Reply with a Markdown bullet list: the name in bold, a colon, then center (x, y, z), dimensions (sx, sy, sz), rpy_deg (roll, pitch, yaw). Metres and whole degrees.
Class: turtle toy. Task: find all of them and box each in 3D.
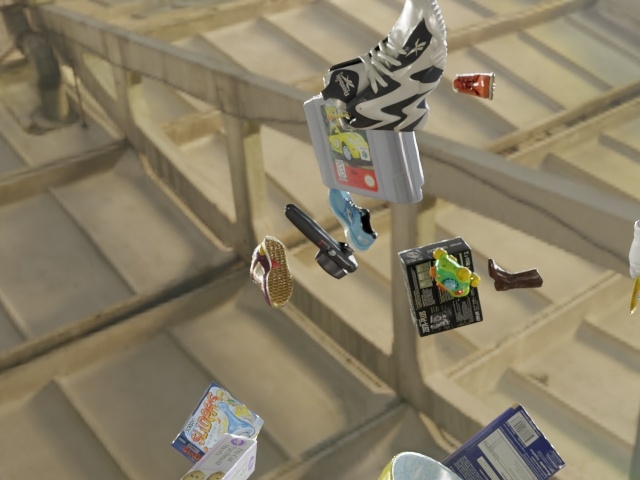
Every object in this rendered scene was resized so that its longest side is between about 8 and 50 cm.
- **turtle toy**: center (0.270, 0.075, 1.789), dimensions (0.095, 0.066, 0.130), rpy_deg (42, -173, 37)

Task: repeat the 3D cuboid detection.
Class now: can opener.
- **can opener**: center (0.000, 0.000, 1.678), dimensions (0.073, 0.186, 0.059), rpy_deg (-44, -159, 2)

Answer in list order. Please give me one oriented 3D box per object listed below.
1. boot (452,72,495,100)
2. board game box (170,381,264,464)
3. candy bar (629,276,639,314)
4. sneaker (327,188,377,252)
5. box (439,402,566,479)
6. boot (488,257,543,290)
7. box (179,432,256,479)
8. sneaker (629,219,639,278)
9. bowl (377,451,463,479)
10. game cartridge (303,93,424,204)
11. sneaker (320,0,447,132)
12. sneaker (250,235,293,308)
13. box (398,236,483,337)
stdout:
- **boot**: center (0.342, -0.345, 1.968), dimensions (0.084, 0.059, 0.158), rpy_deg (4, -172, -4)
- **board game box**: center (-0.197, 0.375, 1.720), dimensions (0.136, 0.035, 0.201), rpy_deg (38, -157, -4)
- **candy bar**: center (0.742, 0.100, 2.051), dimensions (0.018, 0.162, 0.040), rpy_deg (25, -143, 32)
- **sneaker**: center (0.076, -0.058, 1.882), dimensions (0.063, 0.162, 0.073), rpy_deg (-16, 164, -49)
- **box**: center (0.298, 0.406, 1.541), dimensions (0.225, 0.136, 0.036), rpy_deg (-37, -179, -5)
- **boot**: center (0.446, 0.073, 2.010), dimensions (0.114, 0.106, 0.037), rpy_deg (-7, -135, 28)
- **box**: center (-0.198, 0.417, 1.434), dimensions (0.067, 0.063, 0.324), rpy_deg (11, -162, 18)
- **sneaker**: center (0.724, 0.057, 1.634), dimensions (0.305, 0.152, 0.114), rpy_deg (21, -150, 25)
- **bowl**: center (0.164, 0.479, 1.319), dimensions (0.289, 0.156, 0.289), rpy_deg (38, -165, -13)
- **game cartridge**: center (0.070, -0.179, 1.603), dimensions (0.060, 0.196, 0.294), rpy_deg (-20, -160, -27)
- **sneaker**: center (0.077, -0.233, 1.202), dimensions (0.153, 0.235, 0.094), rpy_deg (-12, -119, -13)
- **sneaker**: center (-0.111, 0.083, 1.921), dimensions (0.069, 0.084, 0.186), rpy_deg (21, -138, -28)
- **box**: center (0.262, 0.102, 1.923), dimensions (0.147, 0.180, 0.077), rpy_deg (-15, -159, -2)
